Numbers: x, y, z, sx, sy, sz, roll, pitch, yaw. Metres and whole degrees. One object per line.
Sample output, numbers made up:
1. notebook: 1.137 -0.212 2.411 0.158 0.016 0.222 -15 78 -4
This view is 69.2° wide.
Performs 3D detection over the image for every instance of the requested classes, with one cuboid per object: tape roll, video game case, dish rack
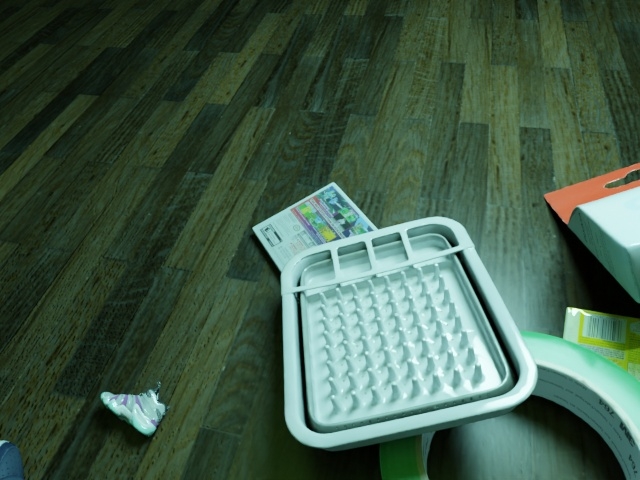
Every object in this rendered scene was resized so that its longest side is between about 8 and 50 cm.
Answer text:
1. tape roll: 0.230 0.254 0.525 0.321 0.077 0.321 -10 42 9
2. video game case: 0.000 0.000 0.826 0.183 0.023 0.201 -30 52 -10
3. dish rack: 0.092 0.113 0.622 0.285 0.072 0.333 -14 37 5

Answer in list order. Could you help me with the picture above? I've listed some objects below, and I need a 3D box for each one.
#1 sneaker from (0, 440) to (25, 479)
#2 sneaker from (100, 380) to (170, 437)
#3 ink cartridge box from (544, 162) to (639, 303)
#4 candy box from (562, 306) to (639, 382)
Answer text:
1. sneaker: -0.322 0.353 0.526 0.153 0.099 0.282 -12 47 -13
2. sneaker: -0.260 0.229 0.668 0.098 0.038 0.069 28 56 15
3. ink cartridge box: 0.516 -0.083 0.650 0.308 0.091 0.385 -20 21 16
4. candy box: 0.432 0.157 0.609 0.205 0.027 0.105 8 70 29
